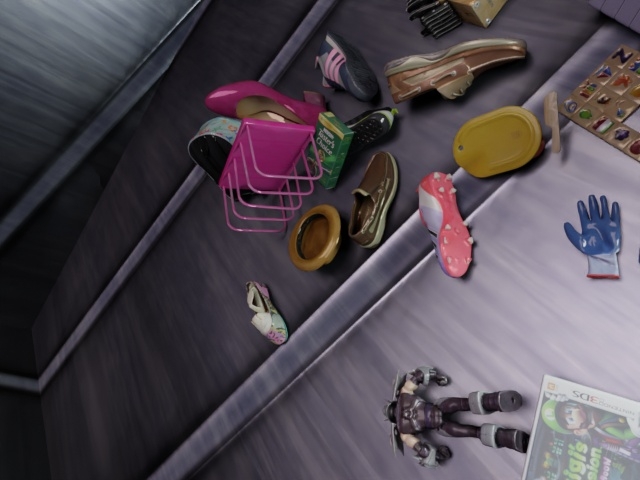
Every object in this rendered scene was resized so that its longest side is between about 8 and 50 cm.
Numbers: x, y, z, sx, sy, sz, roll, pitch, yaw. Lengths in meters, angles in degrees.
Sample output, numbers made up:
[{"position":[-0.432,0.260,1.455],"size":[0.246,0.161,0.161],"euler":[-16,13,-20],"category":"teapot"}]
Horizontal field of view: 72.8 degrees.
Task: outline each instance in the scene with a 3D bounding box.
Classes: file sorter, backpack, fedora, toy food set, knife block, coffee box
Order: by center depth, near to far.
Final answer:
[{"position":[0.392,-0.208,0.903],"size":[0.218,0.071,0.128],"euler":[-12,90,42],"category":"toy food set"},{"position":[0.355,-0.641,1.083],"size":[0.275,0.088,0.242],"euler":[-53,47,15],"category":"knife block"},{"position":[0.000,0.000,1.169],"size":[0.194,0.079,0.194],"euler":[-23,53,35],"category":"fedora"},{"position":[0.019,-0.248,1.201],"size":[0.113,0.041,0.184],"euler":[50,140,28],"category":"coffee box"},{"position":[-0.144,-0.166,1.219],"size":[0.290,0.202,0.182],"euler":[-49,48,52],"category":"file sorter"},{"position":[-0.295,-0.284,1.434],"size":[0.225,0.253,0.191],"euler":[-12,46,41],"category":"backpack"}]

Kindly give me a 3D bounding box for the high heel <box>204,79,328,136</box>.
[{"position":[-0.156,-0.373,1.295],"size":[0.378,0.127,0.181],"euler":[-2,56,-4],"category":"high heel"}]

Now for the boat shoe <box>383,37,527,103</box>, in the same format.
[{"position":[0.312,-0.395,1.026],"size":[0.325,0.123,0.116],"euler":[0,107,34],"category":"boat shoe"}]

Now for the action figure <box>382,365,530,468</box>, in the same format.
[{"position":[0.231,0.333,0.818],"size":[0.285,0.099,0.185],"euler":[-15,71,43],"category":"action figure"}]

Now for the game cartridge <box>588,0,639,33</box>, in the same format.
[{"position":[0.603,-0.505,0.668],"size":[0.354,0.068,0.230],"euler":[100,157,-47],"category":"game cartridge"}]

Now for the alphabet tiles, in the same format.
[{"position":[0.592,-0.283,0.780],"size":[0.237,0.009,0.198],"euler":[-47,48,18],"category":"alphabet tiles"}]

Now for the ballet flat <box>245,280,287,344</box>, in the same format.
[{"position":[-0.168,0.203,1.245],"size":[0.077,0.079,0.221],"euler":[-46,49,19],"category":"ballet flat"}]

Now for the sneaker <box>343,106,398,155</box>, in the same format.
[{"position":[0.115,-0.304,1.202],"size":[0.235,0.084,0.097],"euler":[-8,35,45],"category":"sneaker"}]

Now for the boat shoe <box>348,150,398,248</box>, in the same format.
[{"position":[0.127,-0.113,1.083],"size":[0.095,0.095,0.257],"euler":[-2,73,43],"category":"boat shoe"}]

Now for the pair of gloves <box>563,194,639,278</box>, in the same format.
[{"position":[0.522,-0.011,0.730],"size":[0.198,0.023,0.159],"euler":[-9,66,40],"category":"pair of gloves"}]

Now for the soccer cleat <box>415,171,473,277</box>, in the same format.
[{"position":[0.264,-0.032,0.950],"size":[0.095,0.083,0.247],"euler":[133,134,-60],"category":"soccer cleat"}]

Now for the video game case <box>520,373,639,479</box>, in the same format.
[{"position":[0.419,0.327,0.669],"size":[0.173,0.022,0.190],"euler":[11,82,33],"category":"video game case"}]

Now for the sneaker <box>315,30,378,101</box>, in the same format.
[{"position":[0.070,-0.486,1.294],"size":[0.131,0.112,0.318],"euler":[-53,41,37],"category":"sneaker"}]
